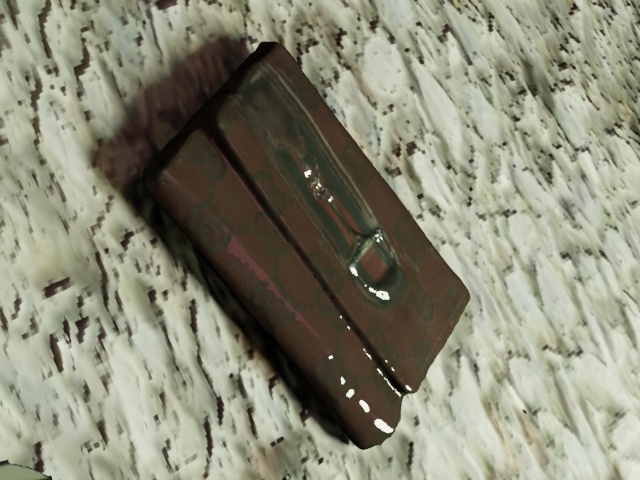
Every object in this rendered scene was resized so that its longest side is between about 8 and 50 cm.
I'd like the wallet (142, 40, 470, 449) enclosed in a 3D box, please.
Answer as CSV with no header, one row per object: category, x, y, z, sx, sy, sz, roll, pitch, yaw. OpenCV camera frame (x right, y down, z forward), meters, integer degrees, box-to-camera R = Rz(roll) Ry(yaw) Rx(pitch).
wallet,0.000,0.000,1.069,0.229,0.049,0.182,52,38,-15

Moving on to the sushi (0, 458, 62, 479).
sushi,-0.086,0.219,0.800,0.231,0.047,0.219,23,51,-13
